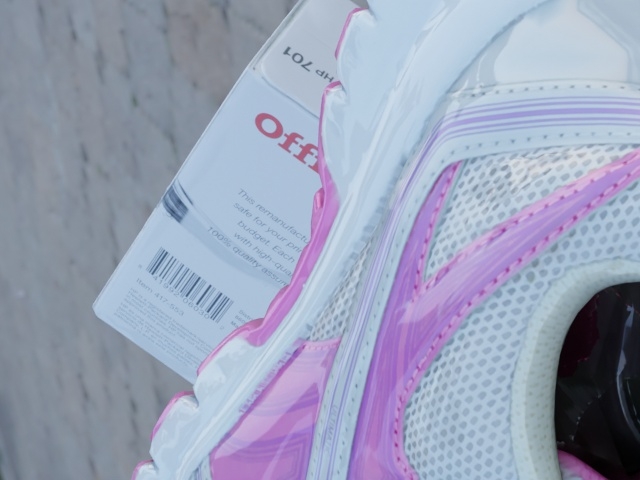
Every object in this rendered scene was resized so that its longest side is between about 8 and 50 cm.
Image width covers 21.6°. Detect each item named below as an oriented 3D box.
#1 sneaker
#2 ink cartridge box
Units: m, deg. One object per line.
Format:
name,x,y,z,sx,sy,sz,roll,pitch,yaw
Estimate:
sneaker,0.034,0.050,0.369,0.111,0.103,0.252,53,135,42
ink cartridge box,0.000,0.000,0.758,0.139,0.082,0.191,36,134,-3
